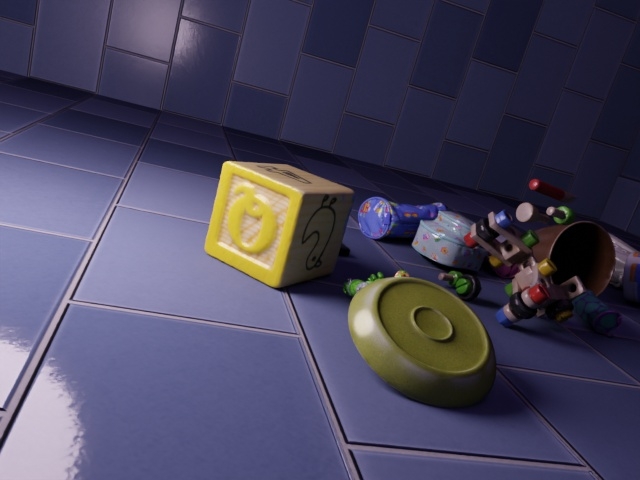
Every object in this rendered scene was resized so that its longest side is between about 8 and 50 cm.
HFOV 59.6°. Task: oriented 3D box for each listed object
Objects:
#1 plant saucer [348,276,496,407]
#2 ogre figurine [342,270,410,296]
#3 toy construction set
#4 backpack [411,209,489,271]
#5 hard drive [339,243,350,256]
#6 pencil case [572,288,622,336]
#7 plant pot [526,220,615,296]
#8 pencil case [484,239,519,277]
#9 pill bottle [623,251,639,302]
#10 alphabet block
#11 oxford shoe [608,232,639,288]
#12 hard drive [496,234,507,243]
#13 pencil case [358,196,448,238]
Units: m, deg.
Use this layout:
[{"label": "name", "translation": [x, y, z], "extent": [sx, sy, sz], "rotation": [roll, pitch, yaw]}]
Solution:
[{"label": "plant saucer", "translation": [0.160, 0.134, 0.831], "extent": [0.241, 0.037, 0.240], "rotation": [15, 38, -12]}, {"label": "ogre figurine", "translation": [0.137, 0.105, 0.990], "extent": [0.197, 0.096, 0.118], "rotation": [34, 0, 8]}, {"label": "toy construction set", "translation": [0.473, 0.039, 1.215], "extent": [0.237, 0.308, 0.257], "rotation": [12, 23, -32]}, {"label": "backpack", "translation": [0.341, 0.002, 1.470], "extent": [0.189, 0.144, 0.166], "rotation": [-1, 28, -39]}, {"label": "hard drive", "translation": [0.000, 0.000, 1.345], "extent": [0.094, 0.022, 0.135], "rotation": [7, 17, -29]}, {"label": "pencil case", "translation": [0.657, 0.169, 1.335], "extent": [0.070, 0.064, 0.151], "rotation": [0, 15, 2]}, {"label": "plant pot", "translation": [0.645, 0.046, 1.556], "extent": [0.216, 0.215, 0.230], "rotation": [11, 2, -19]}, {"label": "pencil case", "translation": [0.484, 0.032, 1.612], "extent": [0.098, 0.095, 0.209], "rotation": [-5, 18, -14]}, {"label": "pill bottle", "translation": [1.037, 0.119, 1.610], "extent": [0.272, 0.152, 0.152], "rotation": [6, 5, 40]}, {"label": "alphabet block", "translation": [-0.077, -0.038, 1.086], "extent": [0.194, 0.192, 0.197], "rotation": [22, 17, 28]}, {"label": "oxford shoe", "translation": [1.026, 0.122, 1.799], "extent": [0.130, 0.169, 0.449], "rotation": [-38, 52, -20]}, {"label": "hard drive", "translation": [0.644, 0.034, 1.843], "extent": [0.353, 0.047, 0.233], "rotation": [6, 18, -34]}, {"label": "pencil case", "translation": [0.255, -0.059, 1.630], "extent": [0.306, 0.119, 0.133], "rotation": [1, -2, -41]}]
